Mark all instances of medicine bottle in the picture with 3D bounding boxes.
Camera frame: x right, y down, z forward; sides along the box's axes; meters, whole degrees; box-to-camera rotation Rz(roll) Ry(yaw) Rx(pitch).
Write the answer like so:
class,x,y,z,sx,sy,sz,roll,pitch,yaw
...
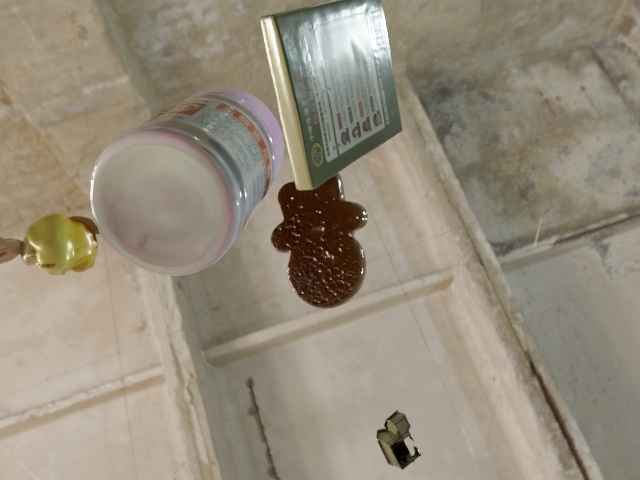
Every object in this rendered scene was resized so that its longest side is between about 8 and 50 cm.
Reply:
class,x,y,z,sx,sy,sz,roll,pitch,yaw
medicine bottle,-0.176,-0.102,0.970,0.202,0.202,0.316,0,-156,9

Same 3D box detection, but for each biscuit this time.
class,x,y,z,sx,sy,sz,roll,pitch,yaw
biscuit,0.000,0.000,1.132,0.180,0.039,0.236,-15,-104,20

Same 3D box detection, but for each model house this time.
class,x,y,z,sx,sy,sz,roll,pitch,yaw
model house,0.125,0.334,1.120,0.057,0.083,0.058,-32,-166,-22

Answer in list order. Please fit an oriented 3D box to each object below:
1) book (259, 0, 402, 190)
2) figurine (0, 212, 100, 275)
class,x,y,z,sx,sy,sz,roll,pitch,yaw
book,0.027,-0.200,0.845,0.027,0.201,0.264,2,-155,32
figurine,-0.564,0.010,1.312,0.247,0.131,0.156,-4,-155,-19
